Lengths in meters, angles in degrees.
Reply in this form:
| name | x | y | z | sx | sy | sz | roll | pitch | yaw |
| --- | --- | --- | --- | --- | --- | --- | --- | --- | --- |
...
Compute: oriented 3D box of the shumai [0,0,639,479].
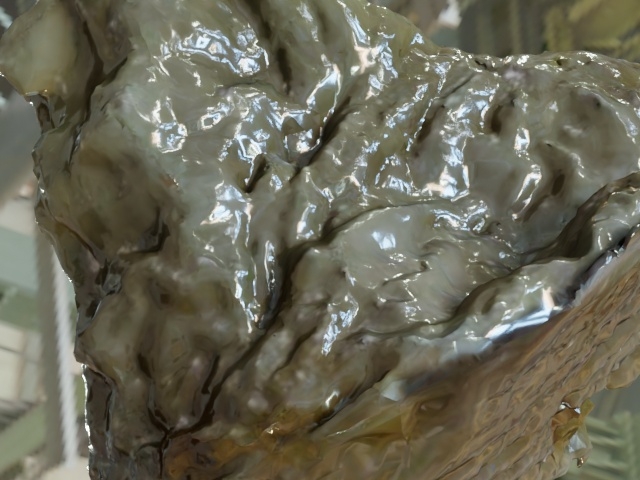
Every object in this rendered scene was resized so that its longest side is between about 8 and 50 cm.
| name | x | y | z | sx | sy | sz | roll | pitch | yaw |
| --- | --- | --- | --- | --- | --- | --- | --- | --- | --- |
| shumai | -0.002 | -0.001 | 0.696 | 0.346 | 0.283 | 0.217 | -41 | 155 | -23 |
